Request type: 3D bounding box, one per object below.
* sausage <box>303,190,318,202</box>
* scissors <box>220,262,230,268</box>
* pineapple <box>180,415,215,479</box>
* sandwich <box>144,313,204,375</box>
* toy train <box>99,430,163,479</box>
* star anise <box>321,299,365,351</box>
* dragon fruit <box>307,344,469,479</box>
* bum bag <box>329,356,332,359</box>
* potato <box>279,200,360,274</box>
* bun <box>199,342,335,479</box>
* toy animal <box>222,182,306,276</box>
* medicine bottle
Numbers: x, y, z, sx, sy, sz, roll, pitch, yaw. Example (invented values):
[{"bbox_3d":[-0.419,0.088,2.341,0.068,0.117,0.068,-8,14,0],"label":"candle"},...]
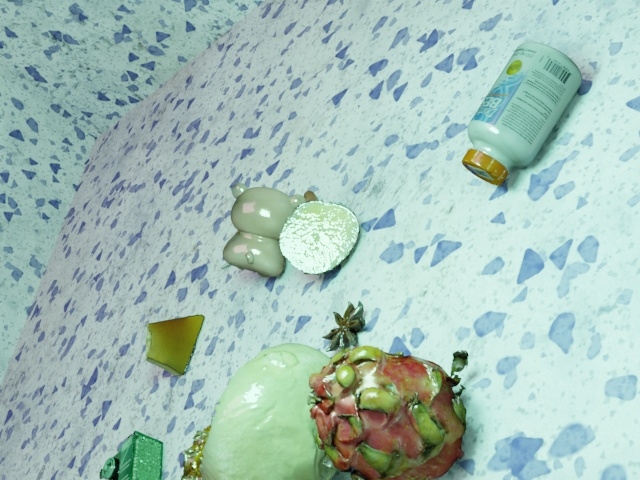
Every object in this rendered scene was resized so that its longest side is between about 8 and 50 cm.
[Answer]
[{"bbox_3d":[-0.025,-0.071,2.313,0.043,0.043,0.186,-37,35,28],"label":"sausage"},{"bbox_3d":[-0.259,0.059,2.539,0.119,0.014,0.058,-32,37,28],"label":"scissors"},{"bbox_3d":[-0.226,0.523,1.908,0.158,0.161,0.335,-20,44,42],"label":"pineapple"},{"bbox_3d":[-0.436,0.273,2.436,0.058,0.162,0.193,-20,44,49],"label":"sandwich"},{"bbox_3d":[-0.503,0.642,2.218,0.154,0.115,0.269,-43,32,25],"label":"toy train"},{"bbox_3d":[0.062,0.200,1.930,0.141,0.042,0.141,-38,35,33],"label":"star anise"},{"bbox_3d":[0.118,0.305,1.512,0.269,0.291,0.250,-32,33,31],"label":"dragon fruit"},{"bbox_3d":[-0.051,0.359,1.888,0.069,0.102,0.248,36,92,30],"label":"bum bag"},{"bbox_3d":[0.000,0.000,2.141,0.202,0.182,0.117,-53,-13,-9],"label":"potato"},{"bbox_3d":[-0.056,0.389,1.655,0.202,0.364,0.364,20,76,29],"label":"bun"},{"bbox_3d":[-0.168,-0.020,2.299,0.230,0.210,0.221,99,-172,-53],"label":"toy animal"},{"bbox_3d":[0.413,-0.261,1.774,0.289,0.157,0.157,-57,31,-4],"label":"medicine bottle"}]
